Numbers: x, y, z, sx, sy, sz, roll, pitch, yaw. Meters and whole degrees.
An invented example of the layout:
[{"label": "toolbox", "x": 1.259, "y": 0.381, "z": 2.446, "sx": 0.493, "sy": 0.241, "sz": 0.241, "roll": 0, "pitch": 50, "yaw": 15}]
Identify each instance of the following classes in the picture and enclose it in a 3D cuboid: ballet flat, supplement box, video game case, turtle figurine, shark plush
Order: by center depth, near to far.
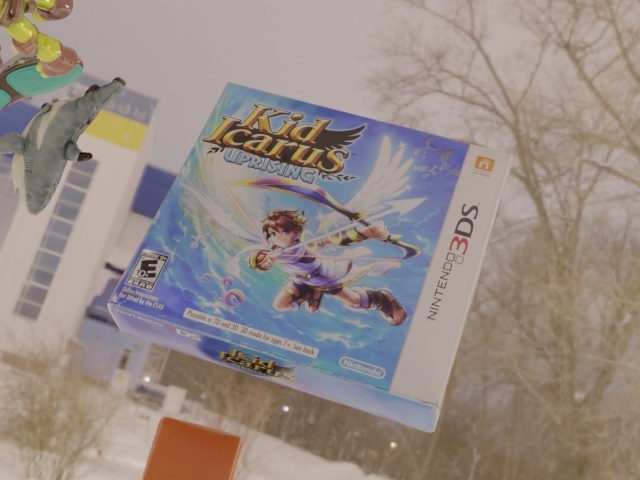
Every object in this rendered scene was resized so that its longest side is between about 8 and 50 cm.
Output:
[{"label": "video game case", "x": 0.000, "y": 0.000, "z": 0.692, "sx": 0.270, "sy": 0.244, "sz": 0.061, "roll": 16, "pitch": -31, "yaw": 11}, {"label": "shark plush", "x": -0.238, "y": -0.097, "z": 0.795, "sx": 0.067, "sy": 0.161, "sz": 0.073, "roll": 56, "pitch": 9, "yaw": 15}, {"label": "supplement box", "x": -0.129, "y": 0.244, "z": 0.796, "sx": 0.078, "sy": 0.080, "sz": 0.233, "roll": 15, "pitch": -29, "yaw": -3}, {"label": "turtle figurine", "x": -0.352, "y": -0.269, "z": 0.886, "sx": 0.087, "sy": 0.269, "sz": 0.217, "roll": -25, "pitch": -12, "yaw": 17}, {"label": "ballet flat", "x": -0.452, "y": -0.235, "z": 1.198, "sx": 0.222, "sy": 0.079, "sz": 0.077, "roll": -26, "pitch": -27, "yaw": 5}]
